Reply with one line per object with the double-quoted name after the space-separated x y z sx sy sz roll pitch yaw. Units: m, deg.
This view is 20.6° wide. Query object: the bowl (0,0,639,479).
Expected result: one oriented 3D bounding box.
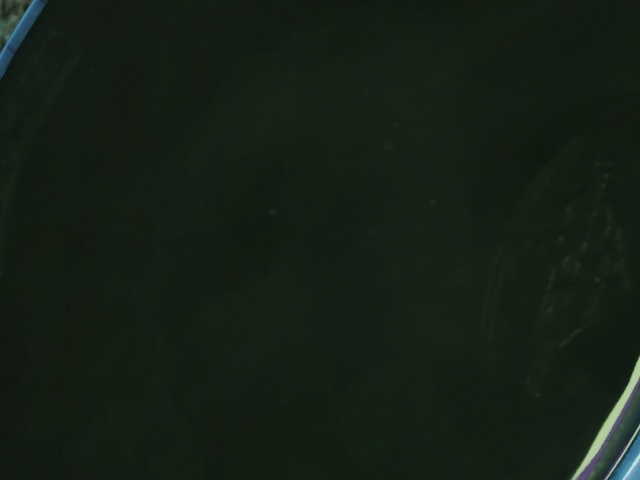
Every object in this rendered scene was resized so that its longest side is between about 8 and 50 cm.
0.000 0.000 0.646 0.391 0.077 0.391 -16 62 33 "bowl"
